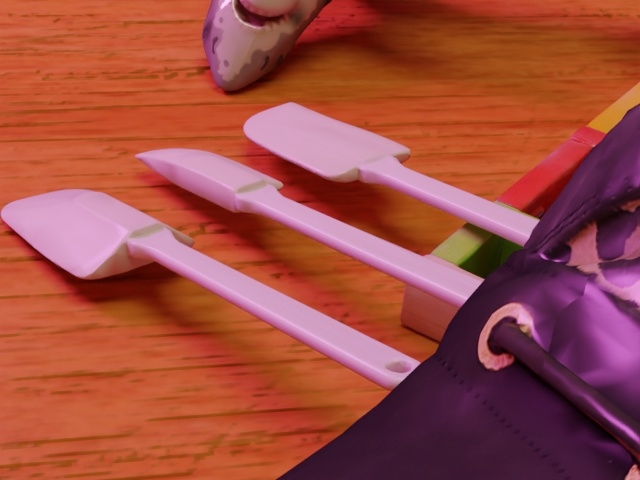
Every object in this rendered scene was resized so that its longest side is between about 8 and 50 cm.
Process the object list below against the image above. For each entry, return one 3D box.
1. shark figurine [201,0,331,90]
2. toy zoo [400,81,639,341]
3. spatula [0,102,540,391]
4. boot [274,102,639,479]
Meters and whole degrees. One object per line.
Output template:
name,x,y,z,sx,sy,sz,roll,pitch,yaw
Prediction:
shark figurine,0.059,-0.161,0.959,0.278,0.116,0.166,-11,70,-13
toy zoo,0.191,-0.001,0.791,0.192,0.030,0.293,24,36,24
spatula,0.000,0.000,0.725,0.168,0.019,0.242,-18,30,-36
boot,0.064,0.140,0.315,0.138,0.284,0.377,40,16,-39
